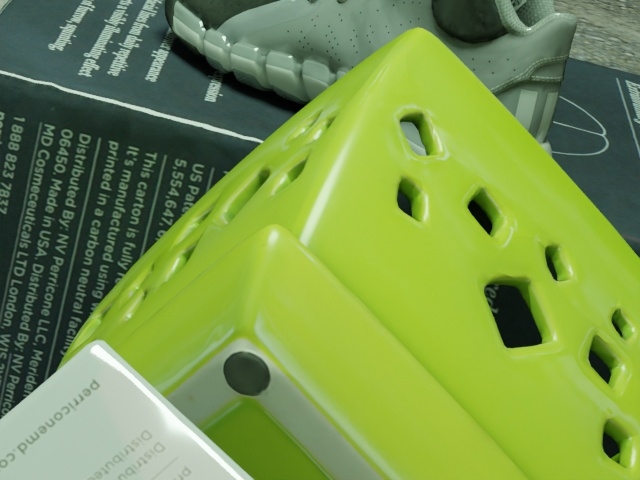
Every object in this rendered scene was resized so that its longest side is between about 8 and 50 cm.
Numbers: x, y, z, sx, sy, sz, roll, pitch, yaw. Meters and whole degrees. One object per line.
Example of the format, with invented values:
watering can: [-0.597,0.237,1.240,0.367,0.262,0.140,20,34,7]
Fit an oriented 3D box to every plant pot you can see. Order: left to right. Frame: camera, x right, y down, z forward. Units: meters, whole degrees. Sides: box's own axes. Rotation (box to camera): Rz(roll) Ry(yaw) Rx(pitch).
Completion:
plant pot: [0.010,0.087,0.725,0.228,0.227,0.207,47,32,-5]

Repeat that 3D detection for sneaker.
sneaker: [0.030,-0.124,0.861,0.229,0.132,0.086,29,26,26]

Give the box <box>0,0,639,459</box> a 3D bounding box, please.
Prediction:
box: [0.000,0.000,1.000,0.396,0.212,0.293,14,23,-2]

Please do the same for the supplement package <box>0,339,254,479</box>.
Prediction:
supplement package: [-0.009,0.204,0.423,0.293,0.177,0.175,40,67,21]
